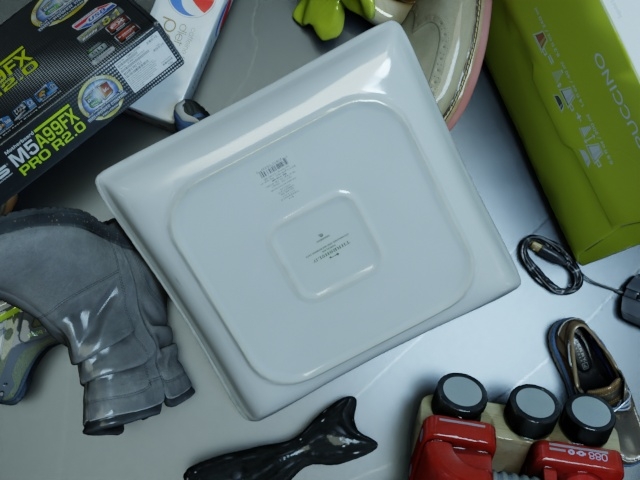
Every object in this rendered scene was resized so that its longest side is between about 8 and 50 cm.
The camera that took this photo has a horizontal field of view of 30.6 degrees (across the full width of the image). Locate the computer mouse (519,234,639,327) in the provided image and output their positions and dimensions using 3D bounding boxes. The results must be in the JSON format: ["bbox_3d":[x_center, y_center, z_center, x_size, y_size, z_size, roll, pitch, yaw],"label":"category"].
[{"bbox_3d":[0.340,0.054,1.336,0.242,0.041,0.071,22,85,-1],"label":"computer mouse"}]

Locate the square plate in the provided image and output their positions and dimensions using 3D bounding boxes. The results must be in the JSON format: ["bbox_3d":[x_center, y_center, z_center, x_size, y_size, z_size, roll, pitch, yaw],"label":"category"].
[{"bbox_3d":[0.000,0.000,1.218,0.347,0.049,0.344,-28,116,3],"label":"square plate"}]

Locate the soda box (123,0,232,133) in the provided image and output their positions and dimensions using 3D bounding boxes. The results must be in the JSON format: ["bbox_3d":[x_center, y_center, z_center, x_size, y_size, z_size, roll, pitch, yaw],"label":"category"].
[{"bbox_3d":[-0.155,-0.235,1.318,0.074,0.069,0.216,22,84,-1],"label":"soda box"}]

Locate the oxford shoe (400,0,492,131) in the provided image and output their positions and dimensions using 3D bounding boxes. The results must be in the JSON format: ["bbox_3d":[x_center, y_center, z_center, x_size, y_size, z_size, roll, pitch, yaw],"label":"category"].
[{"bbox_3d":[0.063,-0.147,1.246,0.130,0.123,0.348,22,99,-30],"label":"oxford shoe"}]

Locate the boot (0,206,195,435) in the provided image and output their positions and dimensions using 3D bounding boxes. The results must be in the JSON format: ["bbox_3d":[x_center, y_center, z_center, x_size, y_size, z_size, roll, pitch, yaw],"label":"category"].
[{"bbox_3d":[-0.243,0.088,1.163,0.118,0.338,0.222,-18,81,32],"label":"boot"}]

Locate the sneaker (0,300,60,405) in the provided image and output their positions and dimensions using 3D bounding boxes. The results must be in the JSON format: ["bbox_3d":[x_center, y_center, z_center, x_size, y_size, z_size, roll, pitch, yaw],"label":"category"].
[{"bbox_3d":[-0.381,0.139,1.252,0.300,0.111,0.121,-33,91,-4],"label":"sneaker"}]

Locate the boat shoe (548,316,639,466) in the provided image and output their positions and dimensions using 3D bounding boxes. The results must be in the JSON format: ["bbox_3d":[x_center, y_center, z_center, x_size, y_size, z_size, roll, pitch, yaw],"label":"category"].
[{"bbox_3d":[0.313,0.173,1.310,0.066,0.066,0.183,-30,87,-5],"label":"boat shoe"}]

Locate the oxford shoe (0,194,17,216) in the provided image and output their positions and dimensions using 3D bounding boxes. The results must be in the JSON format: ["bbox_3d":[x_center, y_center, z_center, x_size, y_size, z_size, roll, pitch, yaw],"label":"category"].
[{"bbox_3d":[-0.420,0.002,1.283,0.212,0.076,0.076,-28,89,10],"label":"oxford shoe"}]

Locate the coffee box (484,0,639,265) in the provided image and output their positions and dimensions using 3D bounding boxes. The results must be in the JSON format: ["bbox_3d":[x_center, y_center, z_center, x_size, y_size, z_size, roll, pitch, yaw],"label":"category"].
[{"bbox_3d":[0.391,-0.204,1.205,0.334,0.338,0.337,-23,85,-10],"label":"coffee box"}]

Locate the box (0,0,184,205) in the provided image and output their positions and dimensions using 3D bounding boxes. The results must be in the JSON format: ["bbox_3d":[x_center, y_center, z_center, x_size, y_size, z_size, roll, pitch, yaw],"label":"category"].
[{"bbox_3d":[-0.302,-0.166,1.240,0.270,0.216,0.060,-39,133,-6],"label":"box"}]

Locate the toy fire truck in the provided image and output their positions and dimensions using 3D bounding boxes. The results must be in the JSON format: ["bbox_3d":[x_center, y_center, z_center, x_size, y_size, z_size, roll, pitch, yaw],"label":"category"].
[{"bbox_3d":[0.200,0.288,1.212,0.217,0.246,0.158,10,129,-3],"label":"toy fire truck"}]

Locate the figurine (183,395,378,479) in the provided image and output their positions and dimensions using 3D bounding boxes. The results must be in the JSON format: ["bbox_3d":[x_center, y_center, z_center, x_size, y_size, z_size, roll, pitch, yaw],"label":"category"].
[{"bbox_3d":[-0.007,0.293,1.245,0.209,0.092,0.215,-26,63,-11],"label":"figurine"}]

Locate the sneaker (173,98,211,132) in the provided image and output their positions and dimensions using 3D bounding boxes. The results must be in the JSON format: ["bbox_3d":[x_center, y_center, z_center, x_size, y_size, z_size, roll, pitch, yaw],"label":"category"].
[{"bbox_3d":[-0.122,-0.051,1.280,0.081,0.080,0.211,-19,104,3],"label":"sneaker"}]

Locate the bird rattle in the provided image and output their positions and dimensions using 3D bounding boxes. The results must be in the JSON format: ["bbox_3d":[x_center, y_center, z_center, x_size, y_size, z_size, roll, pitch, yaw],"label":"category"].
[{"bbox_3d":[0.079,-0.334,1.339,0.207,0.143,0.253,29,71,-12],"label":"bird rattle"}]
